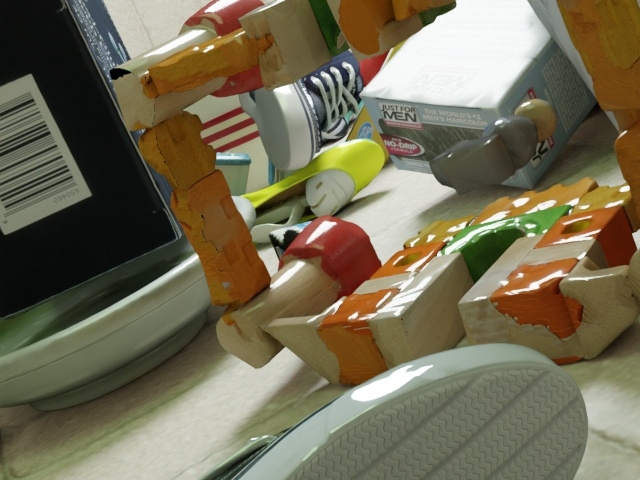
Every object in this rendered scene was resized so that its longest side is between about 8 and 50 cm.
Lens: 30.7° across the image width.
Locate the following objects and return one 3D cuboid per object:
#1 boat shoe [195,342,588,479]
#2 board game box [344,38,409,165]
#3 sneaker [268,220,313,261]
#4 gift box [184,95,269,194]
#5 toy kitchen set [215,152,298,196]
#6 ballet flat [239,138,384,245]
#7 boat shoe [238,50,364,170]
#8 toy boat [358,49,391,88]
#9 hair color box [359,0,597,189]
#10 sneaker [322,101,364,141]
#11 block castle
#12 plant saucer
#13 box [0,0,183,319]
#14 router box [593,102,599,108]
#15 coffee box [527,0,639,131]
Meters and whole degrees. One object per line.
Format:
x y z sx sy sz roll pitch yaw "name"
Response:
-0.026 0.147 0.591 0.335 0.121 0.119 -30 19 -10 "boat shoe"
0.141 -0.281 1.623 0.316 0.064 0.242 -63 1 21 "board game box"
0.000 0.000 1.222 0.073 0.063 0.162 -26 14 -15 "sneaker"
-0.221 -0.170 1.859 0.258 0.255 0.276 -25 19 -7 "gift box"
-0.101 -0.123 1.603 0.166 0.122 0.207 0 11 -8 "toy kitchen set"
-0.022 -0.047 1.444 0.231 0.077 0.077 -24 35 18 "ballet flat"
-0.008 -0.191 1.507 0.158 0.127 0.340 -9 27 -11 "boat shoe"
0.177 -0.296 1.913 0.231 0.151 0.151 -22 43 12 "toy boat"
0.233 -0.229 1.276 0.185 0.113 0.374 13 53 44 "hair color box"
0.006 -0.222 1.999 0.098 0.083 0.224 -24 14 25 "sneaker"
0.091 -0.082 0.861 0.453 0.303 0.213 -12 18 41 "block castle"
-0.235 0.084 1.240 0.400 0.100 0.400 -23 13 6 "plant saucer"
-0.306 -0.126 1.323 0.212 0.293 0.395 -25 14 0 "box"
0.319 -0.239 1.504 0.243 0.081 0.309 -30 15 -16 "router box"
0.344 -0.328 0.988 0.334 0.337 0.338 -24 50 2 "coffee box"
